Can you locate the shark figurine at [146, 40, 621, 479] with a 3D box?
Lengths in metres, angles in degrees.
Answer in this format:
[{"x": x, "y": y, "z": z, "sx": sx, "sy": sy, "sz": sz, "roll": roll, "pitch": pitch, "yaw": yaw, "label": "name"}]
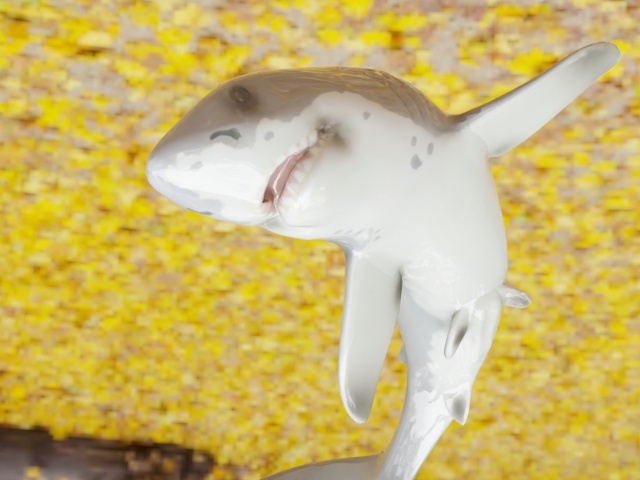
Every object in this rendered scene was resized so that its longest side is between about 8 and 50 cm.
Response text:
[{"x": 0.016, "y": 0.005, "z": 0.502, "sx": 0.116, "sy": 0.166, "sz": 0.278, "roll": 39, "pitch": 156, "yaw": 32, "label": "shark figurine"}]
